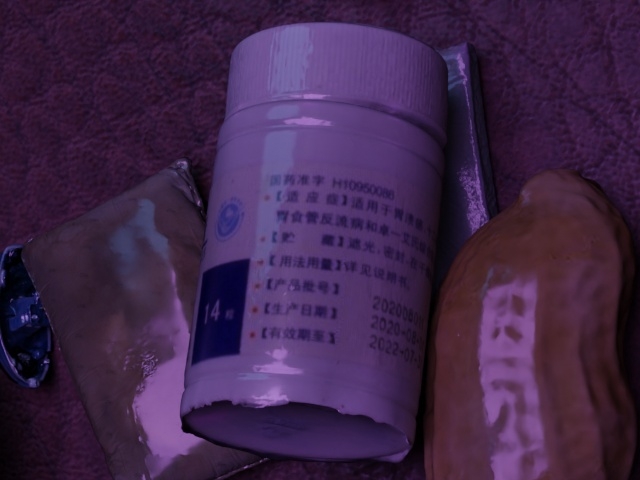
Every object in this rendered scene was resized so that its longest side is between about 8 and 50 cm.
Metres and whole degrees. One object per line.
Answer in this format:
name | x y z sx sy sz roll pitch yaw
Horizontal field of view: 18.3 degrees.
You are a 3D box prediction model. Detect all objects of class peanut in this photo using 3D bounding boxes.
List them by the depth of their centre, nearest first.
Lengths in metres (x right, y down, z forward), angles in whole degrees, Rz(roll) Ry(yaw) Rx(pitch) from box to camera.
peanut | 0.168 0.108 1.587 0.174 0.158 0.340 -1 83 8

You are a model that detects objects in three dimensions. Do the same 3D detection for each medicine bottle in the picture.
medicine bottle | 0.000 0.000 1.605 0.190 0.190 0.332 -1 69 24

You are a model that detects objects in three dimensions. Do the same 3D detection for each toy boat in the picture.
toy boat | -0.275 0.071 1.849 0.061 0.060 0.137 -15 71 43

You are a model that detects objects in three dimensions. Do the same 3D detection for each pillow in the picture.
pillow | -0.142 0.093 1.779 0.185 0.075 0.302 -27 71 8

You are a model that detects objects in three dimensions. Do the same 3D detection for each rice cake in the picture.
rice cake | 0.109 -0.058 1.713 0.080 0.042 0.221 -11 78 26
